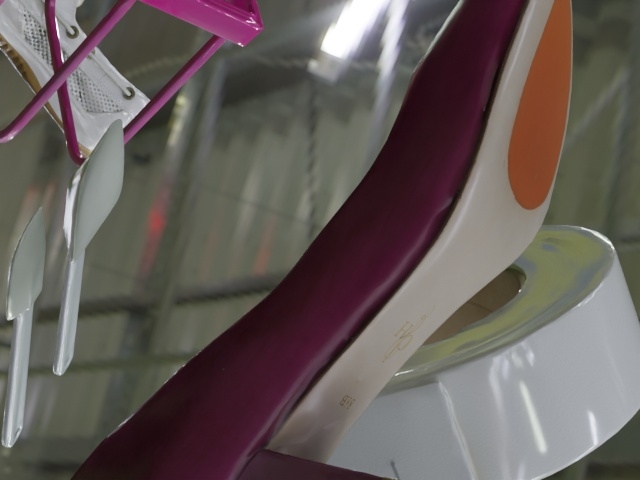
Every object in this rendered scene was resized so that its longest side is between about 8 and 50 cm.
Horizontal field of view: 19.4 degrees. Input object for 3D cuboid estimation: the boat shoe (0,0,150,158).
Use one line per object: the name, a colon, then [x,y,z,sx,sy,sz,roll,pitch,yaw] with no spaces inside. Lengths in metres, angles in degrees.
boat shoe: [-0.243,-0.202,1.616,0.096,0.277,0.098,-37,-159,-5]

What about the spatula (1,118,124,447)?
spatula: [-0.158,0.055,1.015,0.242,0.019,0.168,105,11,-55]

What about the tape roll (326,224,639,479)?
tape roll: [0.090,0.091,1.342,0.286,0.286,0.100,8,-59,59]

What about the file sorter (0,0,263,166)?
file sorter: [-0.217,-0.190,1.113,0.182,0.290,0.202,-42,-135,30]

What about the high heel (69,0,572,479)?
high heel: [0.000,0.000,0.923,0.181,0.127,0.377,13,-112,25]
